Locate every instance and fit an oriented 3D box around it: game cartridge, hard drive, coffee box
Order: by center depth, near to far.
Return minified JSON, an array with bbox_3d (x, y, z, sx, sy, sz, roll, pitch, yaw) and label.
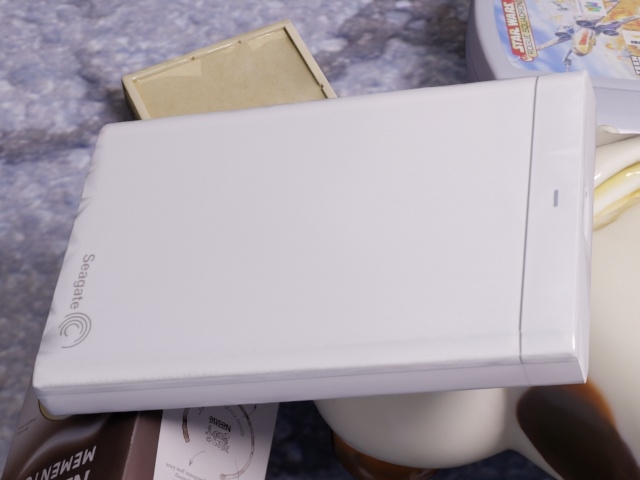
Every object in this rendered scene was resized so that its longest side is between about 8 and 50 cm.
[{"bbox_3d":[0.000,0.000,1.093,0.353,0.047,0.233,-5,50,18],"label":"hard drive"},{"bbox_3d":[-0.123,0.110,1.201,0.168,0.119,0.297,-27,39,39],"label":"coffee box"},{"bbox_3d":[0.225,-0.155,1.413,0.198,0.062,0.297,8,36,-8],"label":"game cartridge"}]

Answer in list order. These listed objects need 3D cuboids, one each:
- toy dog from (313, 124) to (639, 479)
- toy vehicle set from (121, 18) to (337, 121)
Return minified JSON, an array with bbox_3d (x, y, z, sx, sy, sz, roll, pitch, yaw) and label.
[{"bbox_3d":[0.186,0.092,1.163,0.408,0.284,0.395,9,47,25],"label":"toy dog"},{"bbox_3d":[-0.050,-0.069,1.432,0.166,0.035,0.267,-20,54,-12],"label":"toy vehicle set"}]
